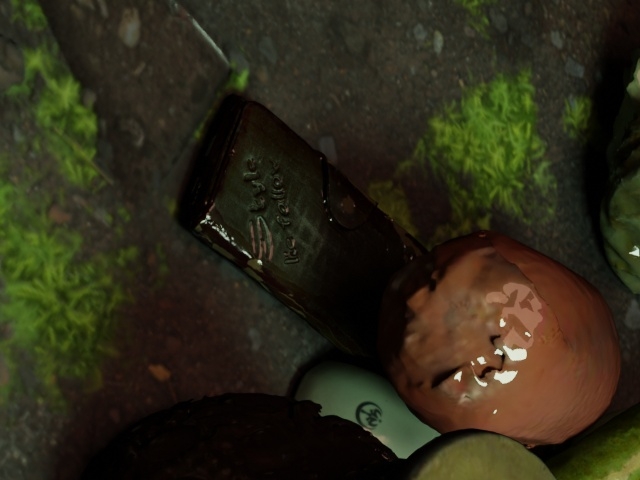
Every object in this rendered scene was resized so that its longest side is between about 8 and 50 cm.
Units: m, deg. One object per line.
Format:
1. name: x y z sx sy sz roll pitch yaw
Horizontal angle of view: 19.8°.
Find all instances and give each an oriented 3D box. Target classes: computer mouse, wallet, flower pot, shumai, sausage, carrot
1. computer mouse: 0.054 0.158 1.346 0.181 0.056 0.089 41 61 -31
2. wallet: 0.000 0.000 1.340 0.232 0.031 0.122 39 56 -32
3. flower pot: 0.008 0.220 1.140 0.266 0.267 0.267 11 74 -41
4. shumai: 0.346 -0.082 1.608 0.255 0.189 0.218 -9 66 -14
5. sausage: 0.134 0.076 1.340 0.279 0.152 0.152 26 62 -65
6. carrot: 0.192 0.185 1.358 0.358 0.074 0.074 -30 104 -14

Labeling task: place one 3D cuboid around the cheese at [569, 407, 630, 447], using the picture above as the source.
1. cheese: 0.275 0.215 1.442 0.235 0.218 0.117 -22 123 -14
